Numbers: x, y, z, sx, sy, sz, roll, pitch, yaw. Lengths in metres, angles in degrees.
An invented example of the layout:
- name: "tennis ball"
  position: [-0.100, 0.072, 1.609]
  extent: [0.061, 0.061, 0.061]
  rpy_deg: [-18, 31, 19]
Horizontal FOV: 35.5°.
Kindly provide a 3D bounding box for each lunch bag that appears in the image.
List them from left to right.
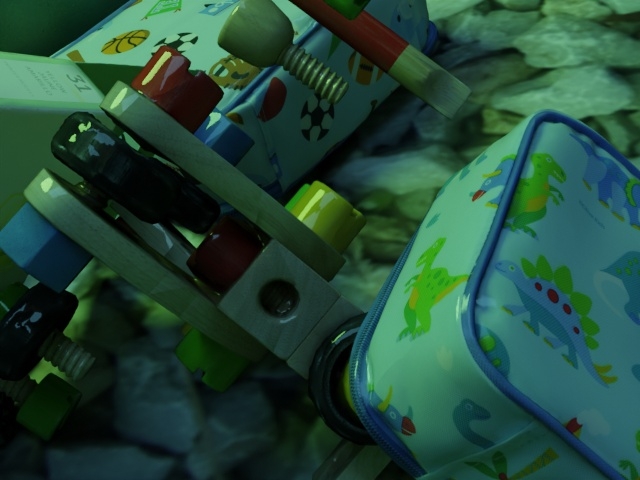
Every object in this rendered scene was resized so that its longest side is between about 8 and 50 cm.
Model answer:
- name: "lunch bag"
  position: [-0.065, -0.151, 0.798]
  extent: [0.243, 0.114, 0.303]
  rpy_deg: [18, 49, 38]
- name: "lunch bag"
  position: [0.129, 0.061, 0.415]
  extent: [0.090, 0.219, 0.176]
  rpy_deg: [-39, 16, 45]

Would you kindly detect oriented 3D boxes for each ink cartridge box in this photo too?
- name: "ink cartridge box"
  position: [-0.163, -0.021, 0.555]
  extent: [0.056, 0.171, 0.235]
  rpy_deg: [47, 27, 22]

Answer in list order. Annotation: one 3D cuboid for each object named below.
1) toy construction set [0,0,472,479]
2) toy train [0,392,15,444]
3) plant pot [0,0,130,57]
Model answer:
- name: "toy construction set"
  position: [0.000, 0.000, 0.545]
  extent: [0.237, 0.257, 0.308]
  rpy_deg: [36, 64, 0]
- name: "toy train"
  position: [-0.213, 0.066, 0.642]
  extent: [0.027, 0.036, 0.158]
  rpy_deg: [-18, 39, -4]
- name: "plant pot"
  position: [-0.260, -0.280, 0.913]
  extent: [0.196, 0.293, 0.293]
  rpy_deg: [0, 33, -26]
